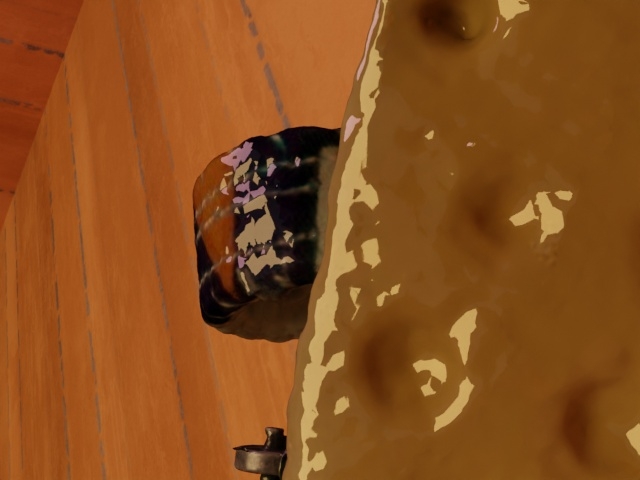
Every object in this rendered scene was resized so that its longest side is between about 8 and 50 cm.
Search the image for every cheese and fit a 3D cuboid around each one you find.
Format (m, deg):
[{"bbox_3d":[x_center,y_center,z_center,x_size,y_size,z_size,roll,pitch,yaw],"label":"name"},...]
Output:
[{"bbox_3d":[0.126,0.030,0.416,0.384,0.104,0.383,-1,88,17],"label":"cheese"}]

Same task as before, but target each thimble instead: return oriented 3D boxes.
[{"bbox_3d":[0.000,0.000,0.790,0.237,0.237,0.150,-35,57,50],"label":"thimble"}]

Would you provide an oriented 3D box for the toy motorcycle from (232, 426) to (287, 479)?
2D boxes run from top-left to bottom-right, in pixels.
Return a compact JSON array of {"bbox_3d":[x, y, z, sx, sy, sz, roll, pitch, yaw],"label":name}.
[{"bbox_3d":[0.029,0.269,0.757,0.275,0.127,0.205,-4,79,52],"label":"toy motorcycle"}]
